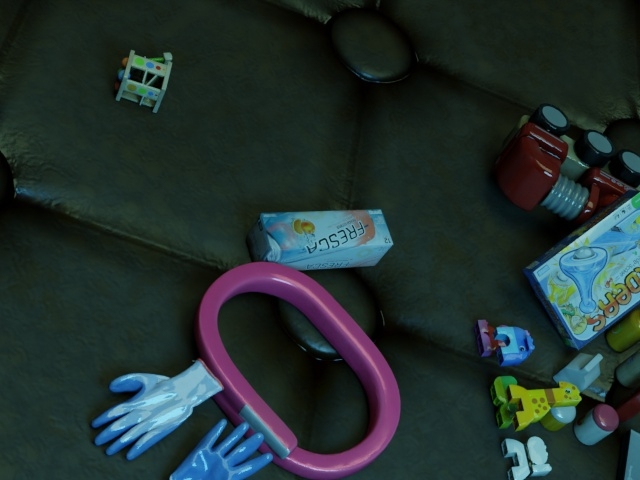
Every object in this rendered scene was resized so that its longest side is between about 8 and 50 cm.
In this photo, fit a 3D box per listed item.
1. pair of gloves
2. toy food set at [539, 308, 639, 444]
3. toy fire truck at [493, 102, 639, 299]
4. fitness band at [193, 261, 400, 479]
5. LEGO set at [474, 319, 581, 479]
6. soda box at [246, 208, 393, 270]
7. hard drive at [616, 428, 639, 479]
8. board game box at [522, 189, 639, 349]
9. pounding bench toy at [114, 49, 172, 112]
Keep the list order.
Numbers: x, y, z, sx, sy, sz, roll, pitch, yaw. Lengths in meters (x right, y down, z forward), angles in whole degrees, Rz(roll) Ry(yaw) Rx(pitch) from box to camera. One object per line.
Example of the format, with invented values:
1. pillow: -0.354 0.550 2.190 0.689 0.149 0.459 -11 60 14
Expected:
1. pair of gloves: -0.157 0.223 1.245 0.159 0.023 0.198 -32 77 -23
2. toy food set: 0.402 0.184 1.508 0.232 0.104 0.111 -32 76 -37
3. toy fire truck: 0.350 -0.043 1.628 0.217 0.158 0.246 29 41 -6
4. fitness band: -0.031 0.156 1.358 0.291 0.054 0.209 49 49 10
5. LEGO set: 0.277 0.192 1.445 0.093 0.087 0.227 -2 60 -12
6. soda box: 0.000 0.000 1.465 0.183 0.063 0.058 -3 61 -28
7. hard drive: 0.463 0.324 1.497 0.135 0.022 0.094 27 51 -7
8. board game box: 0.397 0.040 1.562 0.201 0.035 0.136 -36 104 -12
9. pounding bench toy: -0.240 -0.228 1.509 0.065 0.052 0.083 17 53 -14
